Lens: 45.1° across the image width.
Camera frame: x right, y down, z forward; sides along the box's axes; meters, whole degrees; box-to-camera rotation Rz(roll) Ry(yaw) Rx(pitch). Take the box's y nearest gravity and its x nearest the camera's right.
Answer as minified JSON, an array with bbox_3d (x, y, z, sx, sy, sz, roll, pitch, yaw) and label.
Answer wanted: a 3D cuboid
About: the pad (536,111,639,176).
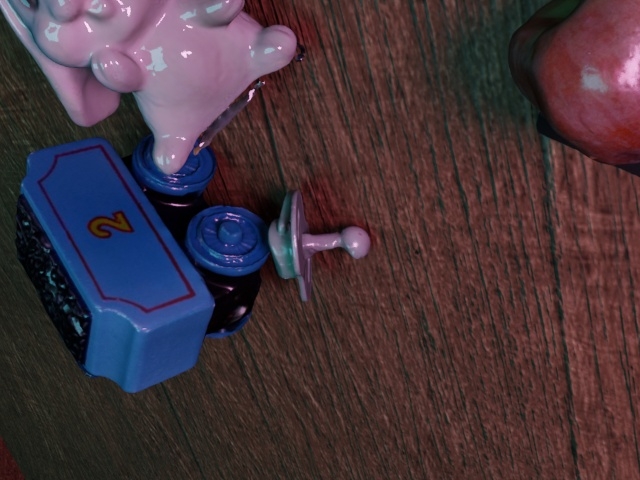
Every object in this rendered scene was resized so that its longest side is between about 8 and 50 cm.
[{"bbox_3d":[0.248,-0.134,0.634,0.112,0.003,0.157,30,135,23],"label":"pad"}]

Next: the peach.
[{"bbox_3d":[0.225,-0.130,0.568,0.152,0.152,0.152,24,133,28],"label":"peach"}]

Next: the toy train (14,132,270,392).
[{"bbox_3d":[-0.227,0.009,0.957,0.300,0.265,0.188,52,143,24],"label":"toy train"}]

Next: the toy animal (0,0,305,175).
[{"bbox_3d":[-0.173,-0.231,0.775,0.174,0.249,0.289,55,172,46],"label":"toy animal"}]

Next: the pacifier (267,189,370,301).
[{"bbox_3d":[0.000,0.000,0.907,0.117,0.126,0.150,-6,141,5],"label":"pacifier"}]
